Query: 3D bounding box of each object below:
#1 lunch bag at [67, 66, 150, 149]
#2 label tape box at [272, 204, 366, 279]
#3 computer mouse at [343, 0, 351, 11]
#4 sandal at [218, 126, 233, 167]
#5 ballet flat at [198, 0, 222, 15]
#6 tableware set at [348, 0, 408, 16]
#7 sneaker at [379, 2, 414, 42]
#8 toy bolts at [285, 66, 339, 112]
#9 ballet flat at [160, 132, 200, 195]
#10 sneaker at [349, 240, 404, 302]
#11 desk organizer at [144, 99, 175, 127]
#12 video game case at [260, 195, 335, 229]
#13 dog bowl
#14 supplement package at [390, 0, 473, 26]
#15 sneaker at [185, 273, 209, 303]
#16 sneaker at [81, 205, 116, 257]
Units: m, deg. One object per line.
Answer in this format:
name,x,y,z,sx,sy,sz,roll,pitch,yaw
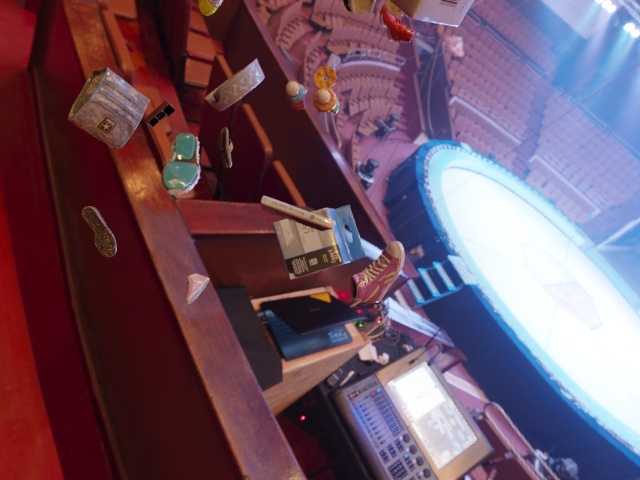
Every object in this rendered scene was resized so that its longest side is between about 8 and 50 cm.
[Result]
lunch bag,-0.953,-0.583,1.824,0.235,0.169,0.286,38,65,-51
label tape box,0.000,0.000,1.711,0.115,0.349,0.248,112,-39,-83
computer mouse,0.060,-0.836,1.295,0.071,0.041,0.241,-26,79,-10
sandal,-0.421,-0.418,1.831,0.049,0.072,0.179,-15,101,-45
ballet flat,-0.352,-0.893,1.415,0.077,0.231,0.077,23,24,-43
tableware set,0.146,-0.593,0.934,0.169,0.140,0.020,8,11,5
sneaker,0.347,-0.950,1.776,0.128,0.086,0.221,28,8,26
toy bolts,-0.039,-0.663,1.749,0.229,0.217,0.158,3,1,11
ballet flat,-0.570,-0.295,1.699,0.147,0.147,0.408,23,39,-26
sneaker,0.207,0.125,1.552,0.161,0.281,0.102,9,24,-34
desk organizer,-0.699,-0.548,1.766,0.050,0.130,0.047,46,-3,43
video game case,-0.050,-0.051,0.821,0.143,0.019,0.157,20,-3,-7
dog bowl,-0.444,-0.810,2.131,0.102,0.349,0.348,53,29,-25
supplement package,0.114,-0.363,0.496,0.105,0.105,0.179,-17,62,-37
sneaker,-0.482,0.176,1.514,0.070,0.050,0.134,27,44,3
sneaker,-0.759,-0.034,1.410,0.071,0.067,0.188,-157,-135,-76
